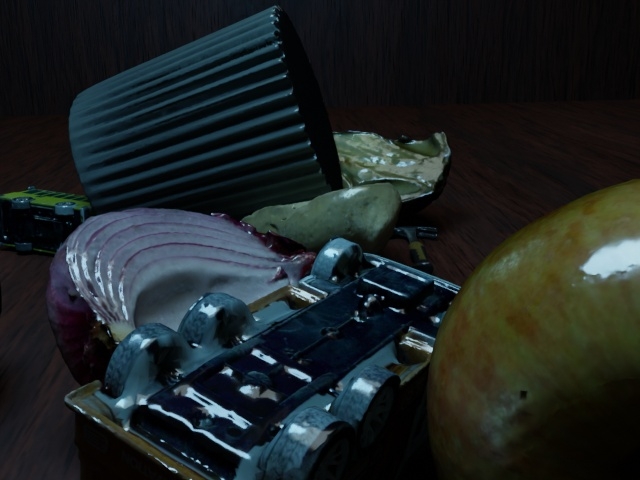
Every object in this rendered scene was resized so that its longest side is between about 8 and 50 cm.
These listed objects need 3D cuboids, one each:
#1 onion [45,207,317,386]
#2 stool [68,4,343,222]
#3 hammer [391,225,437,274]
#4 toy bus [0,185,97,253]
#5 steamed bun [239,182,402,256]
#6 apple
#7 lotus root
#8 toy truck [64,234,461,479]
[{"bbox_3d":[-0.098,0.075,0.677,0.284,0.120,0.227,-16,62,-50],"label":"onion"},{"bbox_3d":[-0.164,-0.150,1.137,0.330,0.297,0.297,-17,14,10],"label":"stool"},{"bbox_3d":[0.142,0.010,1.104,0.078,0.021,0.201,-1,16,0],"label":"hammer"},{"bbox_3d":[-0.402,-0.027,1.159,0.175,0.088,0.101,8,17,22],"label":"toy bus"},{"bbox_3d":[0.021,-0.006,1.007,0.231,0.110,0.212,-11,-4,-22],"label":"steamed bun"},{"bbox_3d":[0.190,0.087,0.421,0.264,0.264,0.264,-1,16,0],"label":"apple"},{"bbox_3d":[0.060,-0.089,1.284,0.314,0.142,0.210,12,57,25],"label":"lotus root"},{"bbox_3d":[-0.006,0.116,0.495,0.136,0.162,0.305,22,25,27],"label":"toy truck"}]
